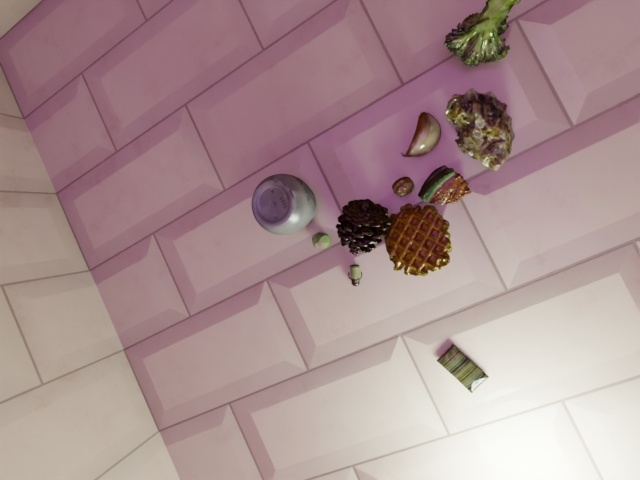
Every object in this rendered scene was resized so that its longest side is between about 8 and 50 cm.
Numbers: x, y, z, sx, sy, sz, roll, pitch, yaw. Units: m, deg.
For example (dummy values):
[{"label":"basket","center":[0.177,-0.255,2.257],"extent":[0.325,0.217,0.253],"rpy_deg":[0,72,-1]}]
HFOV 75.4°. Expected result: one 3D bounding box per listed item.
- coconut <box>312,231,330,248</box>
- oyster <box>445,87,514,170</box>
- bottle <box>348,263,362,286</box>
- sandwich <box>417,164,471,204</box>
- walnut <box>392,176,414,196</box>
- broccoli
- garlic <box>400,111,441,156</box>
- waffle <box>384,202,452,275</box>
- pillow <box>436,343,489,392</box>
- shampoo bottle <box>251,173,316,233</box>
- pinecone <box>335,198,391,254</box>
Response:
[{"label":"coconut","center":[0.000,0.000,1.949],"extent":[0.082,0.081,0.083],"rpy_deg":[32,88,-23]},{"label":"oyster","center":[0.667,-0.453,1.692],"extent":[0.237,0.114,0.352],"rpy_deg":[-19,88,17]},{"label":"bottle","center":[0.160,0.164,1.929],"extent":[0.063,0.047,0.101],"rpy_deg":[3,100,44]},{"label":"sandwich","center":[0.524,-0.216,1.767],"extent":[0.160,0.109,0.185],"rpy_deg":[42,103,-10]},{"label":"walnut","center":[0.362,-0.236,1.821],"extent":[0.096,0.082,0.079],"rpy_deg":[-36,52,11]},{"label":"broccoli","center":[0.658,-0.832,1.556],"extent":[0.251,0.361,0.222],"rpy_deg":[-4,85,-20]},{"label":"garlic","center":[0.439,-0.436,1.765],"extent":[0.128,0.115,0.207],"rpy_deg":[28,104,7]},{"label":"waffle","center":[0.414,-0.008,1.782],"extent":[0.301,0.068,0.325],"rpy_deg":[-17,79,33]},{"label":"pillow","center":[0.623,0.563,1.817],"extent":[0.203,0.038,0.113],"rpy_deg":[42,104,10]},{"label":"shampoo bottle","center":[-0.160,-0.163,1.884],"extent":[0.272,0.266,0.273],"rpy_deg":[2,95,19]},{"label":"pinecone","center":[0.177,-0.065,1.817],"extent":[0.243,0.243,0.257],"rpy_deg":[51,147,8]}]
